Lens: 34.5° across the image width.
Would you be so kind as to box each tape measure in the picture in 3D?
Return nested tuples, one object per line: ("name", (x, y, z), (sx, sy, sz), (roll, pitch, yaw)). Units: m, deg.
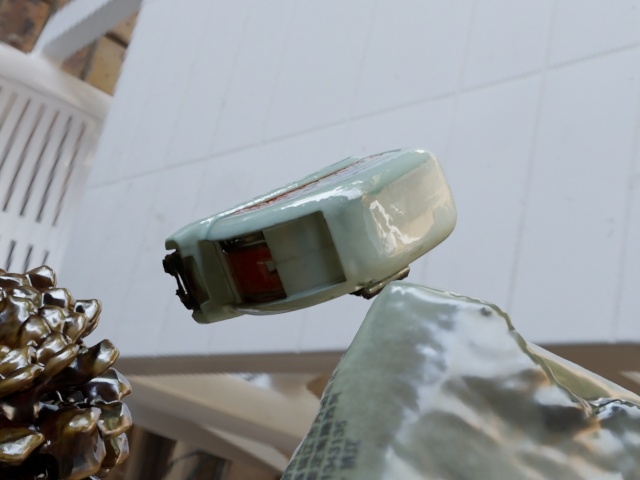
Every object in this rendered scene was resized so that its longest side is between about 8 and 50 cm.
("tape measure", (-0.001, 0.000, 1.048), (0.246, 0.243, 0.125), (-4, 109, 55))

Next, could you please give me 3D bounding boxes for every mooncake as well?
("mooncake", (0.096, 0.177, 0.592), (0.254, 0.250, 0.136), (-57, -14, -27))

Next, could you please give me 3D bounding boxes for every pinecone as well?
("pinecone", (-0.399, 0.216, 1.135), (0.397, 0.397, 0.398), (-29, 48, 38))
